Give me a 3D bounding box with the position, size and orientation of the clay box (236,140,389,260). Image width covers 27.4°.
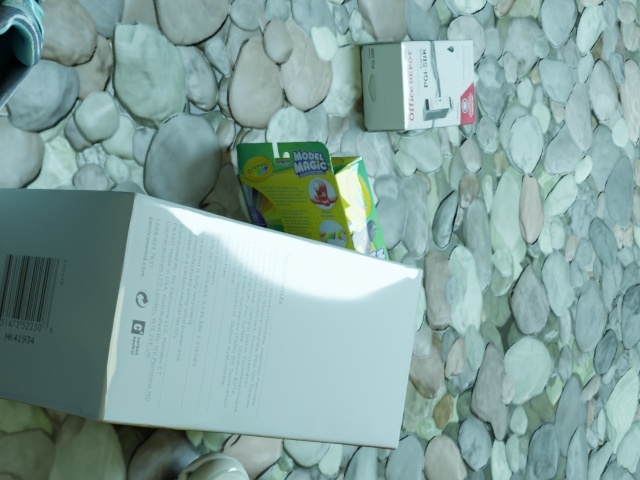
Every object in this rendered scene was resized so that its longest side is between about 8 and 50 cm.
[{"bbox_3d":[0.000,0.000,1.293,0.053,0.127,0.222,-33,116,-43],"label":"clay box"}]

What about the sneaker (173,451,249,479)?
[{"bbox_3d":[-0.116,0.337,1.191,0.110,0.118,0.292,38,63,-40],"label":"sneaker"}]

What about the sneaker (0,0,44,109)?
[{"bbox_3d":[-0.248,-0.176,1.012,0.110,0.122,0.283,34,67,-44],"label":"sneaker"}]

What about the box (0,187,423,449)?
[{"bbox_3d":[-0.107,0.071,1.113,0.345,0.215,0.168,15,81,-47],"label":"box"}]

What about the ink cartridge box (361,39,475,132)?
[{"bbox_3d":[0.111,-0.173,1.460,0.135,0.056,0.099,-12,101,-48],"label":"ink cartridge box"}]
